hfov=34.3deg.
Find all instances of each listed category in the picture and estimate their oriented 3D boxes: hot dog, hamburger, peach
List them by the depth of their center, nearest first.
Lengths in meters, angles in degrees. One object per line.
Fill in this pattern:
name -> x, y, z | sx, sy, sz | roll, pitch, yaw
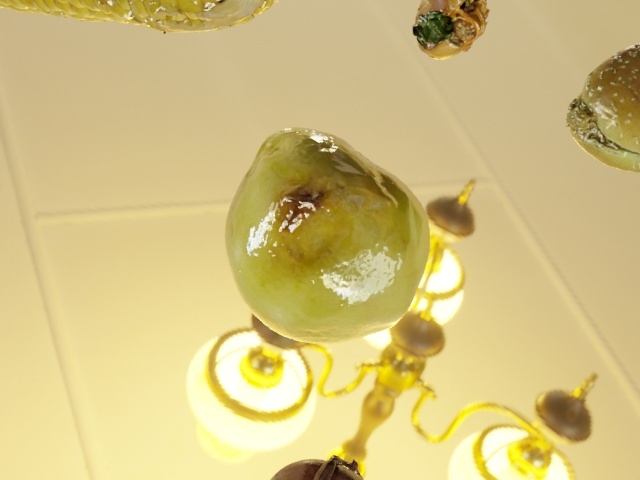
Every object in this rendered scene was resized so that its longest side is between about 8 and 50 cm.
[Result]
hot dog -> 0.105, -0.192, 0.789 | 0.055, 0.072, 0.188 | 12, -145, 4
peach -> 0.004, 0.004, 1.471 | 0.314, 0.315, 0.281 | 40, -93, -9
hamburger -> 0.468, -0.194, 1.512 | 0.215, 0.122, 0.189 | -28, -119, -18

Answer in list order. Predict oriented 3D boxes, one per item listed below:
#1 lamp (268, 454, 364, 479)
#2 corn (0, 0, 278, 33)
lamp -> -0.017, 0.387, 1.326 | 0.180, 0.180, 0.258 | 28, -140, 6
corn -> -0.137, -0.156, 0.510 | 0.293, 0.106, 0.106 | 9, -144, 29
